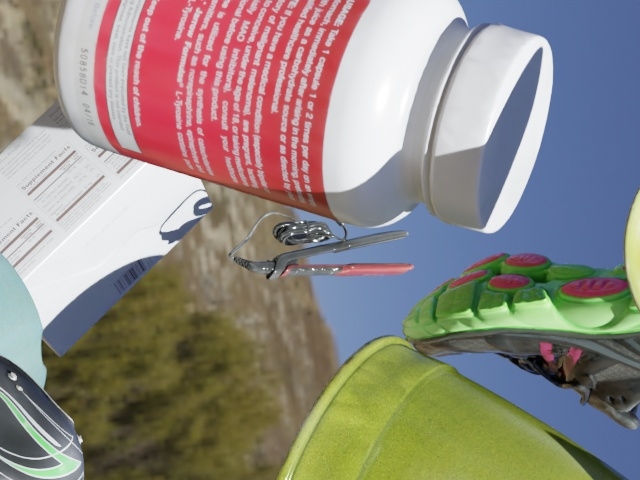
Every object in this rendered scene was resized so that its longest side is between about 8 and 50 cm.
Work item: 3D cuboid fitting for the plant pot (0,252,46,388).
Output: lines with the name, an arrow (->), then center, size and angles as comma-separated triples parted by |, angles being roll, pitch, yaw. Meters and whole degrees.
plant pot -> -0.468, 0.139, 1.416 | 0.334, 0.341, 0.341 | -30, 119, -57

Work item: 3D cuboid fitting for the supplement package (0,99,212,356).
supplement package -> -0.282, -0.032, 1.683 | 0.145, 0.262, 0.204 | 40, -13, 21

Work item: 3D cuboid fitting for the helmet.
helmet -> -0.281, 0.194, 1.218 | 0.161, 0.169, 0.169 | 50, 0, -14

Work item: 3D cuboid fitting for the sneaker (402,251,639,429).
sneaker -> 0.302, 0.128, 1.716 | 0.483, 0.185, 0.202 | 1, -65, 39

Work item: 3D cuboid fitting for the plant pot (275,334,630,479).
plant pot -> 0.171, 0.322, 1.461 | 0.366, 0.353, 0.366 | -45, 144, -46

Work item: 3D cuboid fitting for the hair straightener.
hair straightener -> 0.000, 0.000, 1.676 | 0.047, 0.230, 0.089 | 161, -75, -63

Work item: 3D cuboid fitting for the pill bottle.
pill bottle -> -0.014, -0.144, 1.295 | 0.229, 0.408, 0.229 | -48, 148, -45

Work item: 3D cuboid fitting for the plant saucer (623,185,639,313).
plant saucer -> 0.334, 0.009, 1.006 | 0.037, 0.241, 0.241 | 58, 17, -57
